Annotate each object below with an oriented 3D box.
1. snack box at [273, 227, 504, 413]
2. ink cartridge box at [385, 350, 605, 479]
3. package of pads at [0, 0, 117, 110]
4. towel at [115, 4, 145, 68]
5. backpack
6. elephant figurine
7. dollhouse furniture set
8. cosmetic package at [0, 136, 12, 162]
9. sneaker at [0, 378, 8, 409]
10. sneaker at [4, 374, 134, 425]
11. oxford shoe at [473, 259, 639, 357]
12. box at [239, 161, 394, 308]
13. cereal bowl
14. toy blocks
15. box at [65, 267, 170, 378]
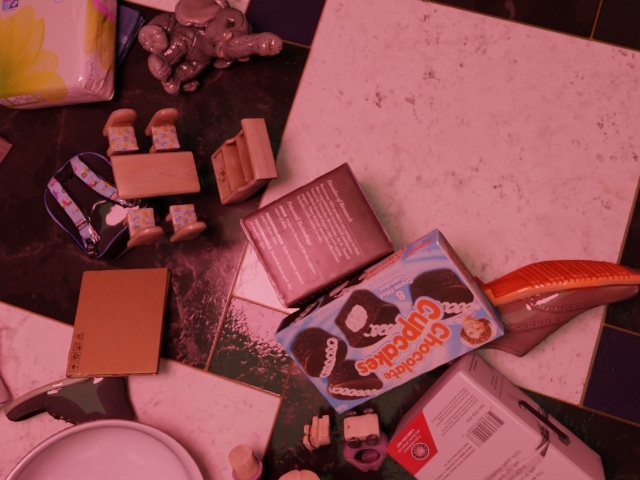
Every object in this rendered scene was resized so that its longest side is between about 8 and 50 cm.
[{"bbox_3d":[0.106,0.140,0.977,0.322,0.060,0.187,-33,104,23],"label":"snack box"},{"bbox_3d":[0.276,0.342,0.961,0.273,0.114,0.197,40,112,10],"label":"ink cartridge box"},{"bbox_3d":[-0.504,-0.406,1.155,0.229,0.101,0.297,-2,83,18],"label":"package of pads"},{"bbox_3d":[-0.403,-0.406,1.197,0.067,0.029,0.119,25,87,12],"label":"towel"},{"bbox_3d":[-0.407,-0.067,1.111,0.173,0.117,0.158,42,89,8],"label":"backpack"},{"bbox_3d":[-0.198,-0.378,1.113,0.239,0.169,0.186,-23,96,9],"label":"elephant figurine"},{"bbox_3d":[-0.221,-0.123,1.021,0.242,0.161,0.212,-9,81,-32],"label":"dollhouse furniture set"},{"bbox_3d":[-0.766,-0.112,1.157,0.160,0.113,0.309,32,86,8],"label":"cosmetic package"},{"bbox_3d":[-0.648,0.196,1.115,0.091,0.094,0.258,-39,80,5],"label":"sneaker"},{"bbox_3d":[-0.454,0.312,1.086,0.222,0.083,0.118,-22,80,2],"label":"sneaker"},{"bbox_3d":[0.361,0.118,1.023,0.363,0.130,0.133,-11,99,11],"label":"oxford shoe"},{"bbox_3d":[0.000,0.000,1.035,0.203,0.168,0.167,-29,81,1],"label":"box"},{"bbox_3d":[-0.365,0.466,0.999,0.339,0.141,0.339,6,75,-23],"label":"cereal bowl"},{"bbox_3d":[-0.008,0.494,0.978,0.288,0.309,0.260,-10,123,8],"label":"toy blocks"},{"bbox_3d":[-0.365,0.148,1.095,0.164,0.021,0.201,-2,63,2],"label":"box"}]
